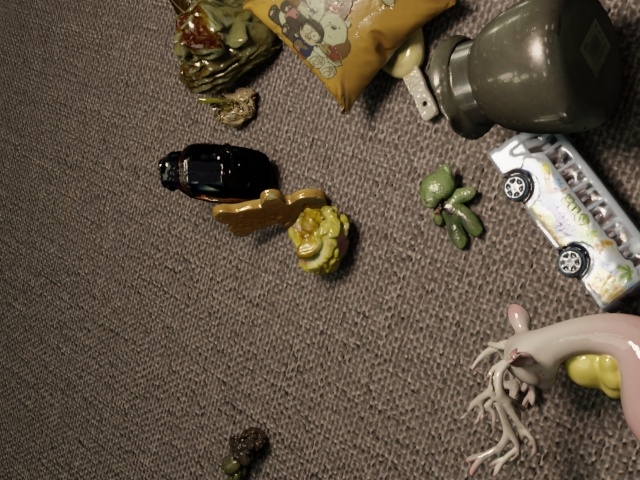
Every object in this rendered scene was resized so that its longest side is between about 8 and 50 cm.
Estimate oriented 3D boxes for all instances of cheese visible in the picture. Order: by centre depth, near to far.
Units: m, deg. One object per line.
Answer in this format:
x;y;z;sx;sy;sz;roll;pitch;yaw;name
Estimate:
0.166;-0.342;1.643;0.127;0.054;0.251;-37;67;38;cheese

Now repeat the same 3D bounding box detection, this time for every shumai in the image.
-0.231;-0.447;1.850;0.256;0.218;0.189;-35;70;11;shumai

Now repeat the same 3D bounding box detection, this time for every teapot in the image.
0.308;-0.302;1.375;0.285;0.223;0.305;-8;72;45;teapot

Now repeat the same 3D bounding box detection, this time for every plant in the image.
-0.176;0.484;1.918;0.174;0.087;0.085;-61;20;26;plant
-0.212;-0.312;1.930;0.116;0.122;0.104;-18;66;47;plant

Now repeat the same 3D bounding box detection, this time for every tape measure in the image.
-0.213;-0.147;1.855;0.202;0.223;0.135;2;90;27;tape measure

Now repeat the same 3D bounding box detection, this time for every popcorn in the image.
0.000;0.000;1.738;0.145;0.126;0.125;119;154;-48;popcorn

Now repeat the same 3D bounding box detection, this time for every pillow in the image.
0.042;-0.446;1.596;0.310;0.119;0.312;48;116;4;pillow

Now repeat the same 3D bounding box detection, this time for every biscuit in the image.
-0.099;-0.064;1.804;0.234;0.153;0.030;-15;65;14;biscuit

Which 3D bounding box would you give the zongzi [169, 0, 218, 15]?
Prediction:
-0.321;-0.536;2.055;0.187;0.084;0.184;30;119;44;zongzi

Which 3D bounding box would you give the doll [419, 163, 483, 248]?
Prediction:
0.236;-0.060;1.571;0.150;0.077;0.115;56;134;13;doll

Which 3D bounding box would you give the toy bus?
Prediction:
0.414;-0.045;1.393;0.136;0.109;0.329;-41;64;23;toy bus

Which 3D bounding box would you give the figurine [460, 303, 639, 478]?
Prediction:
0.372;0.244;1.349;0.316;0.206;0.284;13;122;26;figurine
